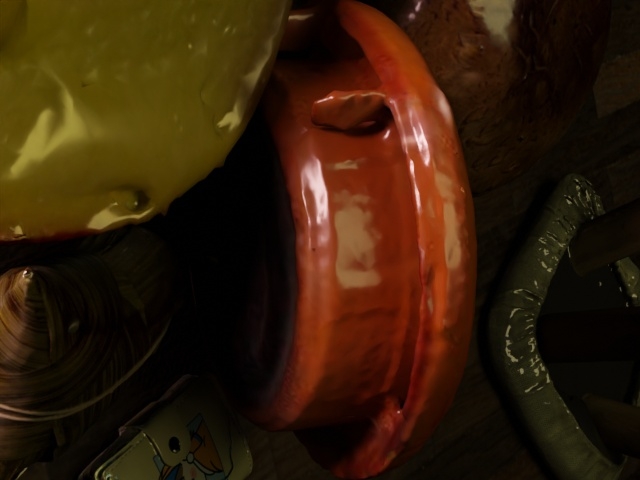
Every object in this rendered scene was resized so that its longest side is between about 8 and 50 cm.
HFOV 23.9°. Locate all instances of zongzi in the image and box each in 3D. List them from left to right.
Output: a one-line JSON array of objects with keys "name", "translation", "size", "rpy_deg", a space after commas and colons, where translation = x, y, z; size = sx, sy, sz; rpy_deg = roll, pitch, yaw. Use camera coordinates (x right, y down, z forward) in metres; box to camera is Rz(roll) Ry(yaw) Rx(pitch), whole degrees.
[{"name": "zongzi", "translation": [-0.144, 0.029, 0.994], "size": [0.111, 0.241, 0.247], "rpy_deg": [41, 47, 3]}]

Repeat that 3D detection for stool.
[{"name": "stool", "translation": [0.365, 0.105, 1.687], "size": [0.310, 0.226, 0.310], "rpy_deg": [57, 46, -32]}]

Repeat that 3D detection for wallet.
[{"name": "wallet", "translation": [-0.116, 0.182, 1.177], "size": [0.155, 0.039, 0.110], "rpy_deg": [-43, 121, -48]}]

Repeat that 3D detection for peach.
[{"name": "peach", "translation": [-0.214, -0.158, 0.926], "size": [0.380, 0.242, 0.306], "rpy_deg": [17, 93, -62]}]

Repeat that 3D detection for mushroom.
[{"name": "mushroom", "translation": [0.159, -0.196, 1.458], "size": [0.345, 0.239, 0.345], "rpy_deg": [-8, 106, -30]}]

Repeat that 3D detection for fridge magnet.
[{"name": "fridge magnet", "translation": [0.000, 0.000, 1.133], "size": [0.155, 0.364, 0.363], "rpy_deg": [-5, 90, -23]}]
